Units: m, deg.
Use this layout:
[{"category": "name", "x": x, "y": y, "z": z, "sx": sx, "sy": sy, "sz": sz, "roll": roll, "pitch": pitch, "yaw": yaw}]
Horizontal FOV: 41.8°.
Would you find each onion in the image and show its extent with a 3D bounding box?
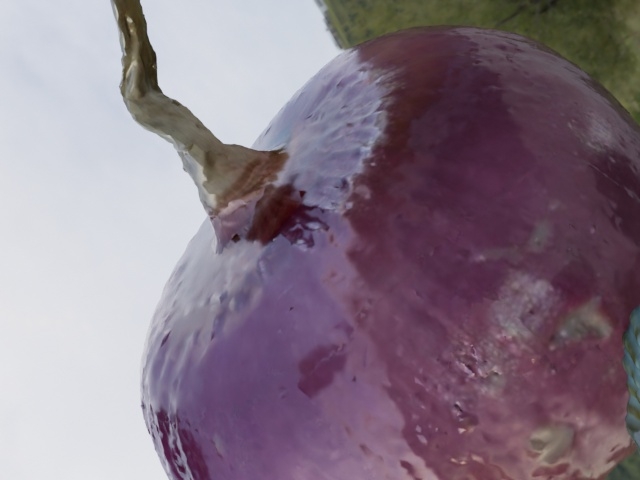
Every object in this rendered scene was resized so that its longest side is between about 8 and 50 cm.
[{"category": "onion", "x": 0.022, "y": 0.024, "z": 0.531, "sx": 0.345, "sy": 0.358, "sz": 0.358, "roll": 31, "pitch": -156, "yaw": 5}]

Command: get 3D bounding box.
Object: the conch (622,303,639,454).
[{"category": "conch", "x": 0.184, "y": 0.040, "z": 0.292, "sx": 0.102, "sy": 0.153, "sz": 0.135, "roll": 50, "pitch": -146, "yaw": -59}]
